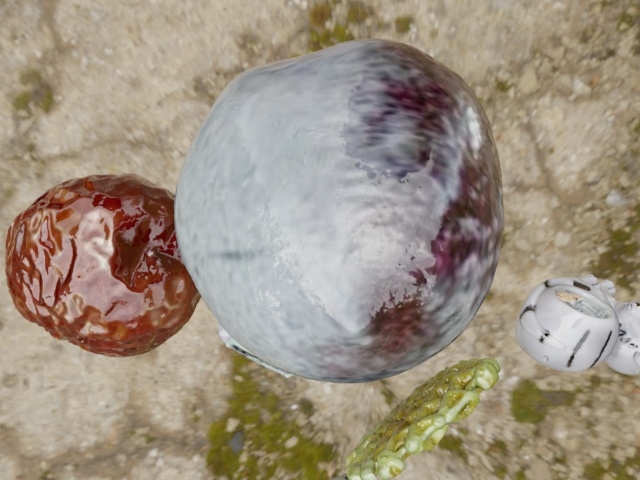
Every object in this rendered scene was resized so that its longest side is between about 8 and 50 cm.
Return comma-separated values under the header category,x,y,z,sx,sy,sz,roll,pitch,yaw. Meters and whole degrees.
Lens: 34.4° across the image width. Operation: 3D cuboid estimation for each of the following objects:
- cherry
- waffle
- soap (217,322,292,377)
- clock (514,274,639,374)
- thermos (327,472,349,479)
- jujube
category,x,y,z,sx,sy,sz,roll,pitch,yaw
cherry,0.013,-0.027,0.782,0.255,0.218,0.296,-21,46,10
waffle,0.090,0.169,0.967,0.169,0.183,0.036,-39,87,-15
soap,0.000,0.000,1.744,0.156,0.261,0.446,29,108,-23
clock,0.281,0.094,1.043,0.117,0.176,0.080,36,117,39
thermos,0.074,0.390,1.065,0.182,0.145,0.286,-40,102,19
jujube,-0.242,0.027,1.150,0.213,0.232,0.213,6,80,-33
